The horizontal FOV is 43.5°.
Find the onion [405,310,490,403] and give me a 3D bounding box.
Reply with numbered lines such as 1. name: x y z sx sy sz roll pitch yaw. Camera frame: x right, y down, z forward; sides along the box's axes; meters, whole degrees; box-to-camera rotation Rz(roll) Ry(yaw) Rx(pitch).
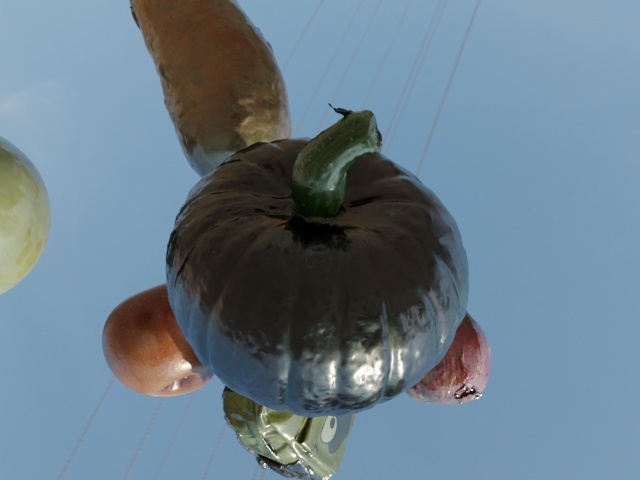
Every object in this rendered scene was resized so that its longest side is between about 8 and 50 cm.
1. onion: 0.188 0.157 1.244 0.159 0.159 0.195 -2 -92 13

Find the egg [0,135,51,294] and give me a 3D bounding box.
1. egg: -0.455 -0.037 0.905 0.218 0.295 0.219 -15 -111 45

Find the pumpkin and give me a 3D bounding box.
1. pumpkin: 0.000 0.000 0.633 0.247 0.248 0.248 -7 -132 8

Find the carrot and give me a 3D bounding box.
1. carrot: -0.123 -0.203 0.870 0.138 0.139 0.302 -23 -102 -6

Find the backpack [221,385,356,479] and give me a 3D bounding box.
1. backpack: -0.047 0.239 1.207 0.139 0.253 0.207 0 -123 31

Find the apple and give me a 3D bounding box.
1. apple: -0.236 0.159 1.254 0.201 0.201 0.162 -22 -103 -6
